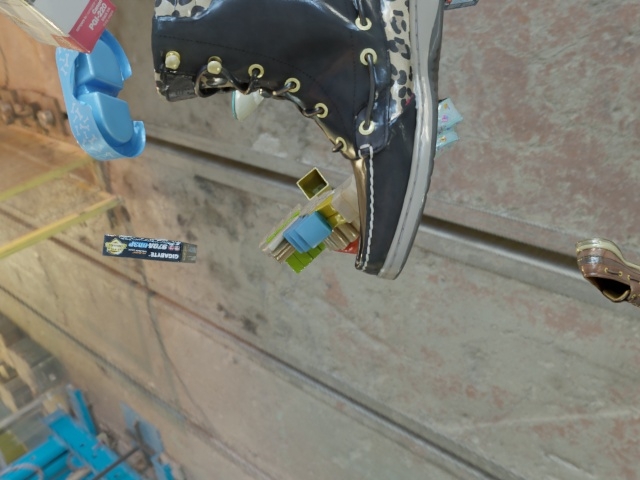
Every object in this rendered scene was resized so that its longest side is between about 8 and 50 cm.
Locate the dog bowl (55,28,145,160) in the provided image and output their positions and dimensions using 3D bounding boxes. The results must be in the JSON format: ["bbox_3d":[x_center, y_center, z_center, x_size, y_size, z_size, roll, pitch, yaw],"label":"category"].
[{"bbox_3d":[-0.462,-0.304,1.323,0.074,0.166,0.297,-16,84,20],"label":"dog bowl"}]

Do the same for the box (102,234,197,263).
[{"bbox_3d":[-0.394,0.021,1.493,0.220,0.175,0.051,144,132,-86],"label":"box"}]

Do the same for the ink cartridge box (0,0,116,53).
[{"bbox_3d":[-0.433,-0.380,0.912,0.158,0.092,0.218,21,170,33],"label":"ink cartridge box"}]

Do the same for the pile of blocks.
[{"bbox_3d":[0.000,0.000,1.073,0.112,0.149,0.362,46,160,-9],"label":"pile of blocks"}]

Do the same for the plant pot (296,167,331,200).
[{"bbox_3d":[-0.012,-0.170,2.042,0.081,0.081,0.083,54,-173,23],"label":"plant pot"}]

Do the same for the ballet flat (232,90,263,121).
[{"bbox_3d":[-0.157,-0.390,1.508,0.086,0.086,0.249,-41,41,51],"label":"ballet flat"}]

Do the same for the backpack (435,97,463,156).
[{"bbox_3d":[0.311,-0.306,1.776,0.144,0.188,0.166,49,173,4],"label":"backpack"}]

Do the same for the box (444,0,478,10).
[{"bbox_3d":[0.247,-0.620,1.451,0.233,0.159,0.044,48,136,16],"label":"box"}]

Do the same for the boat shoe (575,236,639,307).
[{"bbox_3d":[0.417,0.060,0.888,0.178,0.060,0.064,30,149,-28],"label":"boat shoe"}]

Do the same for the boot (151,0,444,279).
[{"bbox_3d":[-0.024,-0.155,0.661,0.138,0.284,0.378,-110,24,-82],"label":"boot"}]
